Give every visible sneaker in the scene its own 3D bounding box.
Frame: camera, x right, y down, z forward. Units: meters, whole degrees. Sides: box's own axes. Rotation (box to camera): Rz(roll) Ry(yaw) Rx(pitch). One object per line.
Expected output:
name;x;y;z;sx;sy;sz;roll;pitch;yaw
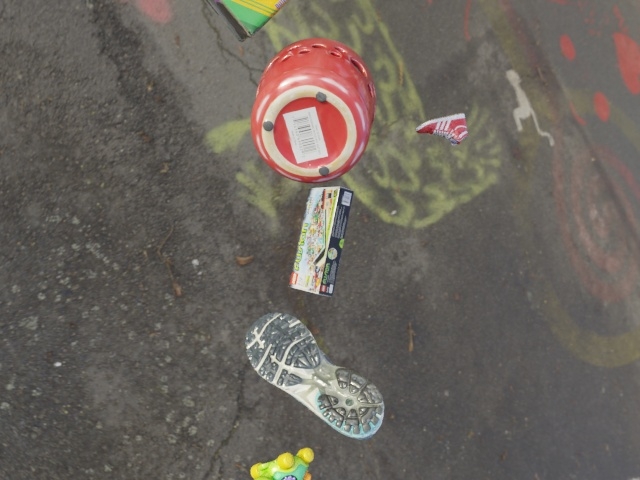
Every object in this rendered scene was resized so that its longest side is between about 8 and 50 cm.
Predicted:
sneaker;-0.017;0.235;0.912;0.110;0.283;0.122;-42;149;-19
sneaker;0.278;-0.243;1.243;0.118;0.042;0.067;-15;87;-3

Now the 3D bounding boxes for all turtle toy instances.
turtle toy;-0.069;0.398;0.919;0.130;0.095;0.066;9;55;-49

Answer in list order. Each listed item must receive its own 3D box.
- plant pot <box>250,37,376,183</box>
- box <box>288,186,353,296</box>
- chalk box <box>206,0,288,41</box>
plant pot;-0.007;-0.191;0.824;0.191;0.191;0.174;45;22;-22
box;0.000;0.000;1.077;0.036;0.114;0.207;14;84;-33
chalk box;-0.146;-0.474;0.818;0.179;0.180;0.289;-42;111;2
